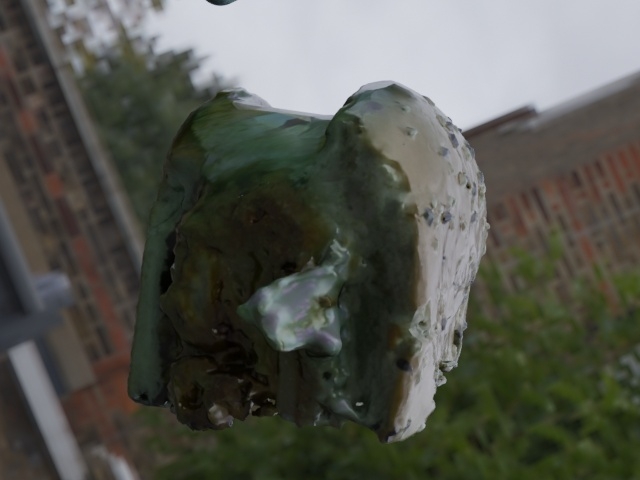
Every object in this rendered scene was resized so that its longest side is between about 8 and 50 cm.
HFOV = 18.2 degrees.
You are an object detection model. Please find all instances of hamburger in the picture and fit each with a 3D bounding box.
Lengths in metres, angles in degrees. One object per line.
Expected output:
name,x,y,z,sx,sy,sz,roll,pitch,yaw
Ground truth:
hamburger,0.000,0.000,1.083,0.288,0.168,0.192,-44,142,-73

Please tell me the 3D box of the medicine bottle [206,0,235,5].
medicine bottle,-0.086,-0.279,1.961,0.054,0.208,0.090,17,-63,26
